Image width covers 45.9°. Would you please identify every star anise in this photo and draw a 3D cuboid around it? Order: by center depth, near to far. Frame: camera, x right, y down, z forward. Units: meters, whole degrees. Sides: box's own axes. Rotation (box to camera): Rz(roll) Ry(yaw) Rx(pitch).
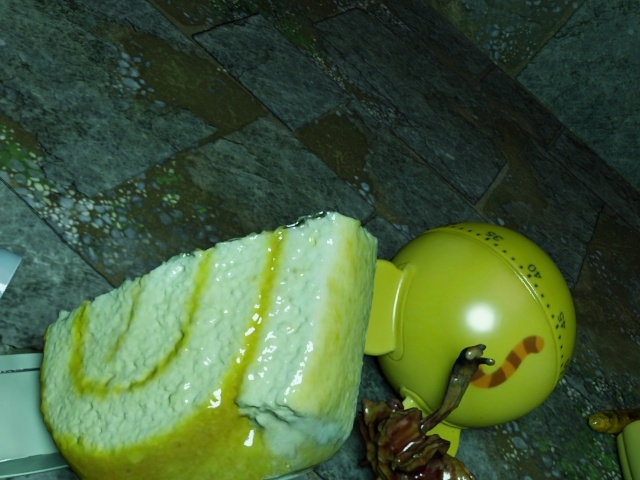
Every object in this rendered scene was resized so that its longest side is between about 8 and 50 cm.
[{"bbox_3d":[0.151,0.280,1.042,0.148,0.346,0.237,-5,32,-36],"label":"star anise"}]

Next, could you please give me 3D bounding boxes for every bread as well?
[{"bbox_3d":[-0.094,0.159,0.852,0.239,0.395,0.263,36,37,-57],"label":"bread"}]

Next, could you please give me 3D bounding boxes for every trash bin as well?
[{"bbox_3d":[-0.343,0.201,0.878,0.116,0.059,0.129,2,51,-39],"label":"trash bin"}]

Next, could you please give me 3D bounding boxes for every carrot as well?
[{"bbox_3d":[0.672,0.384,1.612,0.314,0.066,0.066,10,45,-35],"label":"carrot"}]

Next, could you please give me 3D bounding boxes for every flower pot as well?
[{"bbox_3d":[0.675,0.460,1.446,0.195,0.195,0.179,28,50,-18],"label":"flower pot"}]

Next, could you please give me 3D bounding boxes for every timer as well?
[{"bbox_3d":[0.212,0.153,1.233,0.387,0.376,0.376,-30,73,-28],"label":"timer"}]

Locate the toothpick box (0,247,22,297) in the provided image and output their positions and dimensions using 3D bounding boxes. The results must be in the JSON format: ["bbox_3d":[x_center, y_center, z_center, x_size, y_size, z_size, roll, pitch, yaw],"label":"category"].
[{"bbox_3d":[-0.459,0.030,0.920,0.153,0.101,0.101,28,37,-19],"label":"toothpick box"}]
